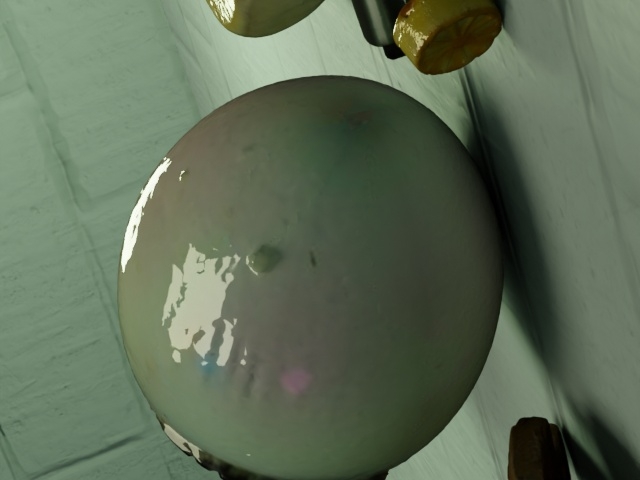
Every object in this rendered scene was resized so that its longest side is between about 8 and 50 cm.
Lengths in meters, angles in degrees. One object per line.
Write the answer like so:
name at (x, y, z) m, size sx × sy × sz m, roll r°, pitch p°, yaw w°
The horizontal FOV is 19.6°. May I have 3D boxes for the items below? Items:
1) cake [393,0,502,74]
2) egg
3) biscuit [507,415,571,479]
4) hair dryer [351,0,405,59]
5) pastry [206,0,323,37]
cake at (0.098, -0.166, 1.430) m, size 0.084 × 0.084 × 0.044 m, roll 82°, pitch 162°, yaw -62°
egg at (0.000, 0.000, 1.670) m, size 0.340 × 0.354 × 0.354 m, roll 104°, pitch 147°, yaw -49°
biscuit at (0.202, 0.261, 1.663) m, size 0.301 × 0.043 × 0.278 m, roll 62°, pitch -160°, yaw -55°
hair dryer at (-0.021, -0.301, 1.674) m, size 0.320 × 0.156 × 0.284 m, roll 54°, pitch 156°, yaw 32°
pastry at (-0.074, -0.343, 1.959) m, size 0.265 × 0.133 × 0.265 m, roll 159°, pitch 90°, yaw -82°
